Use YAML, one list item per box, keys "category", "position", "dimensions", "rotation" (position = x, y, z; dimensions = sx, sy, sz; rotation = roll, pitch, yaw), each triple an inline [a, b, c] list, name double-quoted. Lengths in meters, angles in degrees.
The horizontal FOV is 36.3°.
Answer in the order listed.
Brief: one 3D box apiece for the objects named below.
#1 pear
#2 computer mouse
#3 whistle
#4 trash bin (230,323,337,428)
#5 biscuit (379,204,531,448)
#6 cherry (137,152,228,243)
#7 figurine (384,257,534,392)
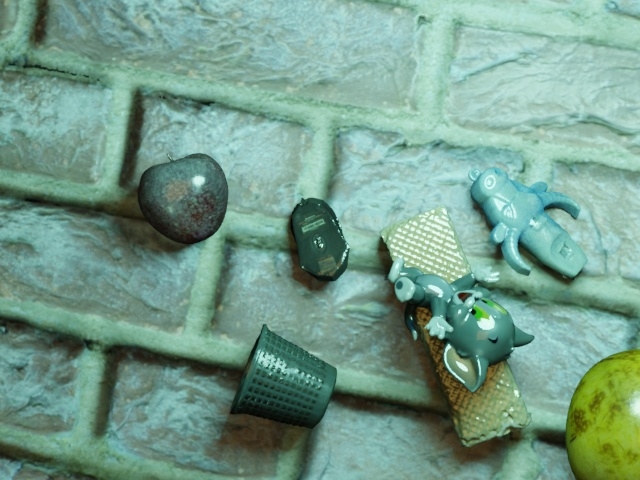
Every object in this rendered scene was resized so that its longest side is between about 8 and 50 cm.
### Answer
- category: "pear"
  position: [0.538, 0.323, 1.628]
  dimensions: [0.280, 0.281, 0.281]
  rotation: [0, 86, 7]
- category: "computer mouse"
  position: [0.000, 0.000, 1.818]
  dimensions: [0.099, 0.057, 0.172]
  rotation: [-22, 72, 7]
- category: "whistle"
  position: [0.369, -0.036, 1.756]
  dimensions: [0.269, 0.093, 0.180]
  rotation: [40, 67, 6]
- category: "trash bin"
  position: [-0.062, 0.260, 1.763]
  dimensions: [0.161, 0.175, 0.175]
  rotation: [23, 89, -5]
- category: "biscuit"
  position: [0.244, 0.154, 1.765]
  dimensions: [0.144, 0.078, 0.426]
  rotation: [-20, 85, 4]
- category: "cherry"
  position: [-0.255, -0.078, 1.809]
  dimensions: [0.176, 0.140, 0.176]
  rotation: [0, 92, -7]
- category: "figurine"
  position: [0.214, 0.130, 1.662]
  dimensions: [0.265, 0.193, 0.140]
  rotation: [19, 126, 27]
